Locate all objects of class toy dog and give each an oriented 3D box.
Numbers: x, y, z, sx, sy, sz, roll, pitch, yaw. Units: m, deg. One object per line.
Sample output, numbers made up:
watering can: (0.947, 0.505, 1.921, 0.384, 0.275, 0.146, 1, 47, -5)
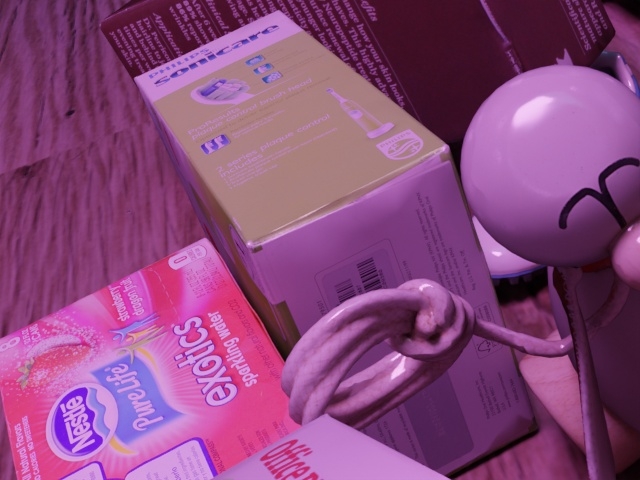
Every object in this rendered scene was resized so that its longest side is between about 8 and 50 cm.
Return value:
toy dog: (0.164, 0.049, 0.528, 0.334, 0.220, 0.161, 2, 39, -51)

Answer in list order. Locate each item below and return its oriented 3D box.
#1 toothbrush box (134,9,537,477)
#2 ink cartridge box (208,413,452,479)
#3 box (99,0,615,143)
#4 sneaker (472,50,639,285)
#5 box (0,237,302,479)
toothbrush box: (0.000, 0.000, 0.746, 0.122, 0.206, 0.283, -26, 32, -7)
ink cartridge box: (-0.050, 0.209, 0.356, 0.270, 0.197, 0.198, -28, 1, -10)
box: (0.014, -0.171, 0.933, 0.381, 0.191, 0.143, -7, 30, 47)
sneaker: (0.165, -0.056, 0.851, 0.085, 0.086, 0.237, 7, 42, 36)
box: (-0.065, 0.144, 0.621, 0.154, 0.142, 0.300, -26, 31, -9)
